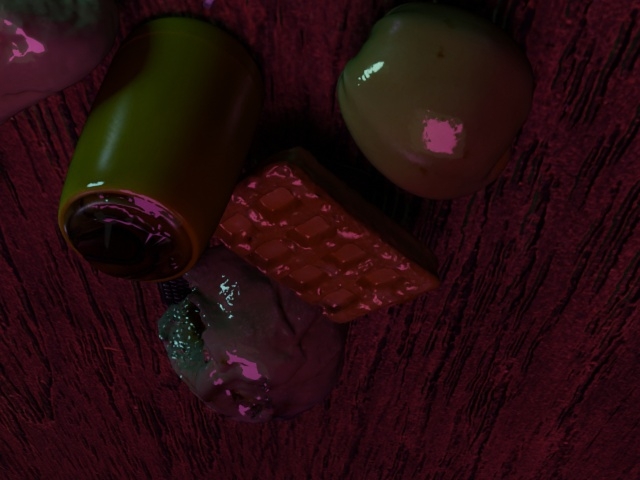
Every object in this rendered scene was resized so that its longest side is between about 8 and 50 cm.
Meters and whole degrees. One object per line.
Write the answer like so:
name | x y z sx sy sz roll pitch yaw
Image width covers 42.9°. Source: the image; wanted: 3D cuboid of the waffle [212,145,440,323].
waffle | 0.000 0.000 0.976 0.274 0.057 0.168 36 135 -28

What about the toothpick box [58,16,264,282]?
toothpick box | -0.165 -0.091 0.850 0.174 0.271 0.175 6 139 5

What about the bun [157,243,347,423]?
bun | -0.087 0.147 1.140 0.281 0.205 0.282 -1 149 -1

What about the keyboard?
keyboard | -0.206 0.025 1.180 0.093 0.025 0.230 3 138 5

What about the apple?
apple | 0.117 -0.139 0.807 0.200 0.200 0.200 6 139 5

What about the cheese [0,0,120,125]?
cheese | -0.348 -0.233 0.804 0.251 0.174 0.248 -11 144 24

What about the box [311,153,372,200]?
box | 0.000 -0.052 1.014 0.122 0.069 0.084 16 140 -5

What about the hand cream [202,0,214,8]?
hand cream | -0.177 -0.286 0.806 0.170 0.043 0.065 28 137 -15
